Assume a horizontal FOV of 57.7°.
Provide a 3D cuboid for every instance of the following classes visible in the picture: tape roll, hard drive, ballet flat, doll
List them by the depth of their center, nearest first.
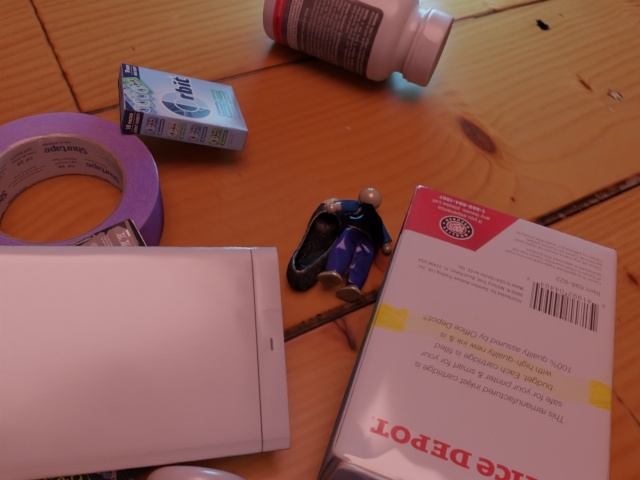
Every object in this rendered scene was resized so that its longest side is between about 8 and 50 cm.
[{"bbox_3d":[-0.212,0.121,0.623,0.352,0.047,0.233,0,75,-20],"label":"hard drive"},{"bbox_3d":[-0.362,-0.050,0.808,0.274,0.090,0.275,4,57,-6],"label":"tape roll"},{"bbox_3d":[0.000,0.000,0.855,0.057,0.049,0.173,22,56,3],"label":"ballet flat"},{"bbox_3d":[0.053,-0.009,0.859,0.129,0.046,0.189,39,53,-20],"label":"doll"}]

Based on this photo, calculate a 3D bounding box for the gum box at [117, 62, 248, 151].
[{"bbox_3d":[-0.219,-0.211,0.914,0.184,0.041,0.157,6,38,-25],"label":"gum box"}]

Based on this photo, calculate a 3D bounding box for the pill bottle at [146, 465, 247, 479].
[{"bbox_3d":[-0.135,0.342,0.563,0.117,0.117,0.215,8,55,-4],"label":"pill bottle"}]

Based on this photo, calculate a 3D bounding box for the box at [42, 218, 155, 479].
[{"bbox_3d":[-0.255,0.139,0.662,0.216,0.060,0.270,-28,86,-24],"label":"box"}]

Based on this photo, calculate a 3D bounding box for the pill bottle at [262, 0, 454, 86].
[{"bbox_3d":[0.071,-0.400,1.059,0.318,0.176,0.176,24,56,8],"label":"pill bottle"}]

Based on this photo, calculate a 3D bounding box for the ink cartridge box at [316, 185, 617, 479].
[{"bbox_3d":[0.186,0.155,0.713,0.279,0.160,0.385,20,55,5],"label":"ink cartridge box"}]
